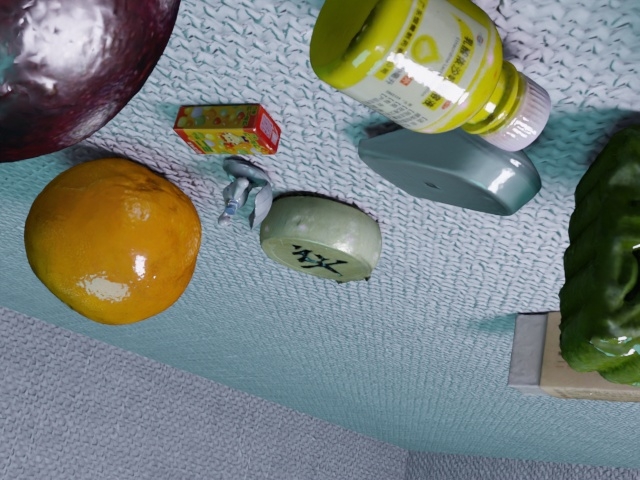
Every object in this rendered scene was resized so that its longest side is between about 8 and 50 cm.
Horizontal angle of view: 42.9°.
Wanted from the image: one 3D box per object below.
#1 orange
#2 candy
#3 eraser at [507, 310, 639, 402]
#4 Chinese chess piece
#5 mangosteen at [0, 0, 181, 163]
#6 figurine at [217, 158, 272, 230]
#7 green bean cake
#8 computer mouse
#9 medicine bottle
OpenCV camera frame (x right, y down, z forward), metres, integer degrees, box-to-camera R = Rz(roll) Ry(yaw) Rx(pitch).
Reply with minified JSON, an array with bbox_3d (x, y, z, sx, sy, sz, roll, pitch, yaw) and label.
[{"bbox_3d":[-0.314,0.003,1.231,0.261,0.261,0.261,12,160,4],"label":"orange"},{"bbox_3d":[-0.115,-0.137,1.013,0.121,0.038,0.062,3,158,26],"label":"candy"},{"bbox_3d":[0.484,0.194,1.362,0.343,0.144,0.078,-6,154,44],"label":"eraser"},{"bbox_3d":[0.000,0.000,1.242,0.188,0.083,0.188,13,162,4],"label":"Chinese chess piece"},{"bbox_3d":[-0.237,-0.191,0.600,0.297,0.297,0.293,5,156,22],"label":"mangosteen"},{"bbox_3d":[-0.108,-0.063,1.135,0.082,0.086,0.094,17,160,-5],"label":"figurine"},{"bbox_3d":[0.382,0.029,0.831,0.246,0.250,0.156,13,161,2],"label":"green bean cake"},{"bbox_3d":[0.148,-0.088,0.932,0.230,0.079,0.128,15,164,47],"label":"computer mouse"},{"bbox_3d":[0.106,-0.151,0.715,0.212,0.122,0.121,24,157,-27],"label":"medicine bottle"}]
